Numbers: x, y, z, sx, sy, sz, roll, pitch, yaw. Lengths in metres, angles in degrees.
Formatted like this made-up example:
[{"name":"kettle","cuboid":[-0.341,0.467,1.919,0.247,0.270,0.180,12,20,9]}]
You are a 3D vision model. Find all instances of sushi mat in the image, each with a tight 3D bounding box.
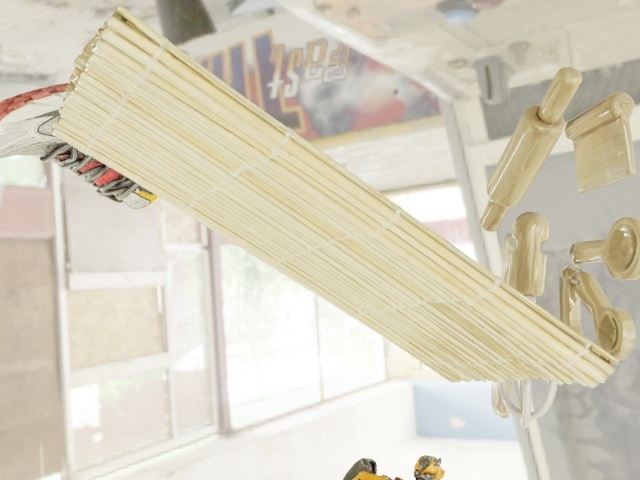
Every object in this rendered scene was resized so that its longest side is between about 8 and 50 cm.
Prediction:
[{"name":"sushi mat","cuboid":[0.000,0.000,0.420,0.316,0.019,0.151,33,158,-17]}]

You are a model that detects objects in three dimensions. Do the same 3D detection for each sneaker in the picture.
[{"name":"sneaker","cuboid":[-0.151,-0.070,0.571,0.088,0.092,0.225,-3,-178,39]}]

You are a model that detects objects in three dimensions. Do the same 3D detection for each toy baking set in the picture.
[{"name":"toy baking set","cuboid":[0.147,0.015,0.517,0.030,0.196,0.256,5,147,-8]}]

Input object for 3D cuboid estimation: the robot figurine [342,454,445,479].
[{"name":"robot figurine","cuboid":[0.071,0.339,0.666,0.211,0.291,0.085,3,167,32]}]
